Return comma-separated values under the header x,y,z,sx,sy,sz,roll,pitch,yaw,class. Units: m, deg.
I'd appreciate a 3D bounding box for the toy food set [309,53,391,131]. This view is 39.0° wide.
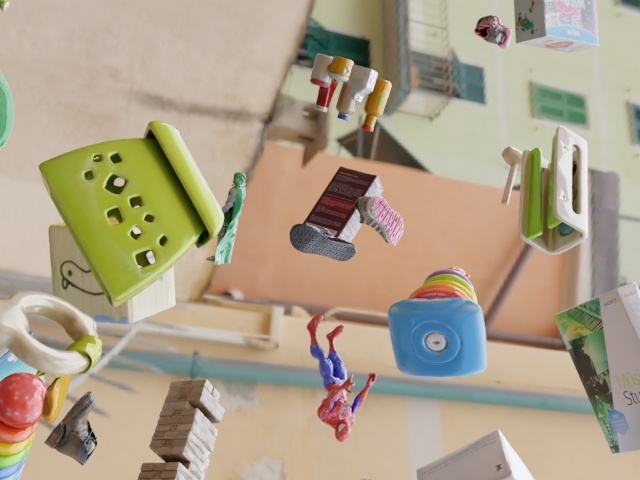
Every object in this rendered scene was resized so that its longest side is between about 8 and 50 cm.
x,y,z,sx,sy,sz,roll,pitch,yaw,class
0.046,-0.280,1.716,0.232,0.111,0.104,2,106,-69,toy food set

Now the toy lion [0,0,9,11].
x,y,z,sx,sy,sz,roll,pitch,yaw,class
-0.647,-0.531,1.873,0.100,0.034,0.096,-57,176,-45,toy lion

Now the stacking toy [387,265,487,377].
x,y,z,sx,sy,sz,roll,pitch,yaw,class
0.246,0.121,1.755,0.302,0.175,0.165,-58,141,-61,stacking toy

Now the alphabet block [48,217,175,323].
x,y,z,sx,sy,sz,roll,pitch,yaw,class
-0.426,0.055,1.867,0.193,0.193,0.197,-24,113,-70,alphabet block

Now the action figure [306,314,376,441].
x,y,z,sx,sy,sz,roll,pitch,yaw,class
0.046,0.246,1.718,0.139,0.092,0.280,-45,-146,32,action figure

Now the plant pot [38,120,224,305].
x,y,z,sx,sy,sz,roll,pitch,yaw,class
-0.280,-0.046,1.381,0.227,0.207,0.228,61,-16,-2,plant pot

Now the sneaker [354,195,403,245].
x,y,z,sx,sy,sz,roll,pitch,yaw,class
0.130,-0.049,2.041,0.075,0.170,0.063,15,-112,37,sneaker

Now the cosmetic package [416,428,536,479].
x,y,z,sx,sy,sz,roll,pitch,yaw,class
0.392,0.615,1.920,0.217,0.385,0.156,-29,-160,14,cosmetic package

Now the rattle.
x,y,z,sx,sy,sz,roll,pitch,yaw,class
-0.376,0.123,1.077,0.143,0.200,0.130,-41,-137,35,rattle

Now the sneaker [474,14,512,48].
x,y,z,sx,sy,sz,roll,pitch,yaw,class
0.307,-0.390,1.669,0.119,0.057,0.047,-117,-146,-61,sneaker

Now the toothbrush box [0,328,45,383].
x,y,z,sx,sy,sz,roll,pitch,yaw,class
-0.676,0.216,1.809,0.126,0.216,0.295,-42,165,-28,toothbrush box

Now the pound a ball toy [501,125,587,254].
x,y,z,sx,sy,sz,roll,pitch,yaw,class
0.537,-0.115,2.141,0.208,0.136,0.319,-37,-147,47,pound a ball toy

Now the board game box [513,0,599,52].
x,y,z,sx,sy,sz,roll,pitch,yaw,class
0.569,-0.624,2.195,0.098,0.224,0.303,-3,-90,50,board game box

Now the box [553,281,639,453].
x,y,z,sx,sy,sz,roll,pitch,yaw,class
0.619,0.267,1.845,0.321,0.059,0.232,70,-24,12,box

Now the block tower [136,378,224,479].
x,y,z,sx,sy,sz,roll,pitch,yaw,class
-0.279,0.433,1.737,0.097,0.091,0.335,-8,-135,26,block tower

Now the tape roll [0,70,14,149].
x,y,z,sx,sy,sz,roll,pitch,yaw,class
-0.842,-0.312,2.004,0.077,0.321,0.321,-19,-120,37,tape roll

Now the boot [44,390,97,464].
x,y,z,sx,sy,sz,roll,pitch,yaw,class
-0.529,0.423,2.028,0.219,0.106,0.082,-47,-174,38,boot

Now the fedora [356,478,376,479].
x,y,z,sx,sy,sz,roll,pitch,yaw,class
0.063,0.567,1.815,0.079,0.194,0.194,51,-49,42,fedora

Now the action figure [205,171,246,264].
x,y,z,sx,sy,sz,roll,pitch,yaw,class
-0.228,-0.058,2.243,0.137,0.064,0.232,-57,164,-86,action figure

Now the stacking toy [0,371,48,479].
x,y,z,sx,sy,sz,roll,pitch,yaw,class
-0.543,0.328,1.526,0.330,0.141,0.141,-54,-148,38,stacking toy

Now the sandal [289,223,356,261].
x,y,z,sx,sy,sz,roll,pitch,yaw,class
0.000,0.000,1.914,0.067,0.179,0.040,-42,-133,28,sandal

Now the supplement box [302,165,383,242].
x,y,z,sx,sy,sz,roll,pitch,yaw,class
0.058,-0.085,2.508,0.130,0.073,0.239,18,-115,33,supplement box
